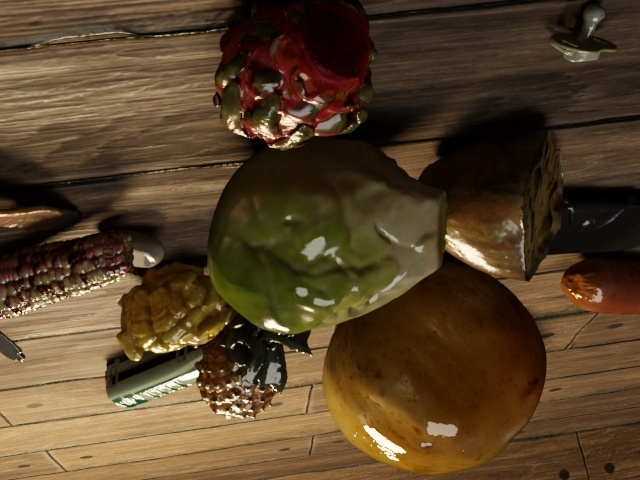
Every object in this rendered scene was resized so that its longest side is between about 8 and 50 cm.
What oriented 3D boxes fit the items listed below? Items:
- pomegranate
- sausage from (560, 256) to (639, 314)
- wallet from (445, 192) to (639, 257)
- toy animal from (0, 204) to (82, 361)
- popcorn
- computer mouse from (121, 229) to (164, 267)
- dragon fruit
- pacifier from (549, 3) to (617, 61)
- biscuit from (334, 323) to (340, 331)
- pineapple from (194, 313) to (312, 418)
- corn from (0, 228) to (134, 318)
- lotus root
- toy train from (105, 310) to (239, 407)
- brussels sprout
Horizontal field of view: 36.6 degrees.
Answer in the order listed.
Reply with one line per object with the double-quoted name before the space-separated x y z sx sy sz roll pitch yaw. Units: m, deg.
"pomegranate" 0.169 0.193 1.630 0.410 0.410 0.410 -8 157 -4
"sausage" 0.560 0.086 1.815 0.259 0.113 0.113 5 153 -32
"wallet" 0.403 -0.023 1.575 0.377 0.051 0.197 -2 158 -21
"toy animal" -0.493 -0.016 1.206 0.284 0.225 0.302 4 148 21
"popcorn" -0.241 0.111 1.529 0.163 0.140 0.194 -5 168 -33
"computer mouse" -0.272 0.008 1.391 0.096 0.039 0.066 13 153 -5
"dragon fruit" -0.028 -0.167 0.969 0.166 0.160 0.172 -37 -167 -36
"pacifier" 0.291 -0.231 1.064 0.083 0.068 0.064 -13 129 -39
"biscuit" 0.146 0.174 1.841 0.212 0.041 0.239 -26 129 5
"pineapple" -0.098 0.166 1.550 0.165 0.165 0.364 0 150 -22
"corn" -0.377 0.047 1.359 0.280 0.092 0.092 -15 157 21
"lotus root" 0.229 -0.064 1.314 0.180 0.199 0.188 10 126 29
"toy train" -0.245 0.223 1.814 0.407 0.088 0.086 -25 142 34
"brussels sprout" -0.003 0.000 1.216 0.316 0.242 0.274 -17 152 32
